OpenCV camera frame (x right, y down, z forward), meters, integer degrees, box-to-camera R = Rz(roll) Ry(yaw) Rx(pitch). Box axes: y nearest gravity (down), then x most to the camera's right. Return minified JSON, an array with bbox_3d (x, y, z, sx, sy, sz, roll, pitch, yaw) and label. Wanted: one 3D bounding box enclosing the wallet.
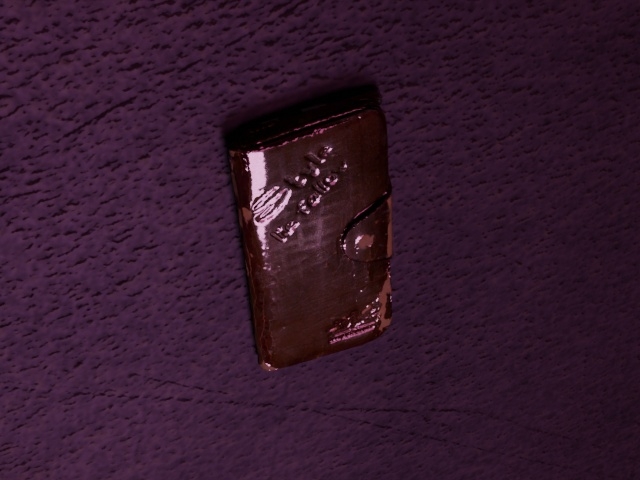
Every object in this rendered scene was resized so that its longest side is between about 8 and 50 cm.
[{"bbox_3d":[0.000,0.000,0.973,0.122,0.031,0.232,-18,132,-15],"label":"wallet"}]
